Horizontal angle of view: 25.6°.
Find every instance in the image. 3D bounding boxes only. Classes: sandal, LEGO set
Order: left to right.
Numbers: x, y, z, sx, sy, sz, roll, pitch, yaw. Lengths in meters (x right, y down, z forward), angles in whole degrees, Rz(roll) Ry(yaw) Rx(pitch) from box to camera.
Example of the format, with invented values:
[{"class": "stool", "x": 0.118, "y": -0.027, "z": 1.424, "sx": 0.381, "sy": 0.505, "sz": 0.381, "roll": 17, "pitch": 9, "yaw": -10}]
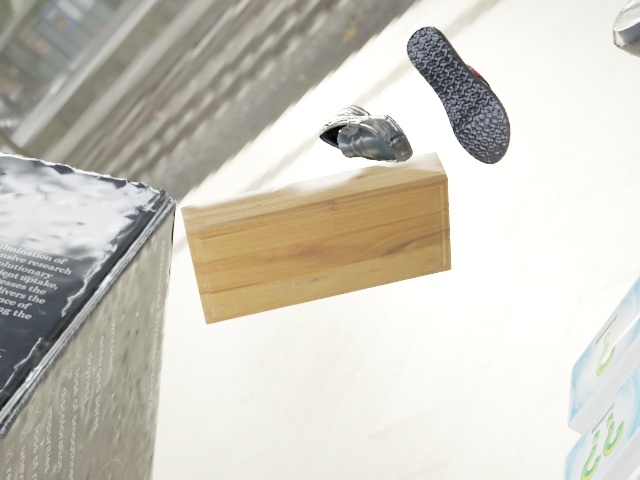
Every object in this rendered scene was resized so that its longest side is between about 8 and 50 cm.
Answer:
[{"class": "sandal", "x": 0.163, "y": -0.167, "z": 1.589, "sx": 0.067, "sy": 0.179, "sz": 0.040, "roll": -39, "pitch": -16, "yaw": 27}, {"class": "LEGO set", "x": 0.151, "y": 0.029, "z": 0.596, "sx": 0.182, "sy": 0.060, "sz": 0.244, "roll": -72, "pitch": 9, "yaw": -53}]

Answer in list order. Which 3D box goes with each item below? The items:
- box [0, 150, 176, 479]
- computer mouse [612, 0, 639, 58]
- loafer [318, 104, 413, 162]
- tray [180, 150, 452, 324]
[{"class": "box", "x": -0.363, "y": 0.226, "z": 1.377, "sx": 0.472, "sy": 0.297, "sz": 0.480, "roll": -58, "pitch": -20, "yaw": -58}, {"class": "computer mouse", "x": 0.338, "y": -0.220, "z": 1.093, "sx": 0.272, "sy": 0.072, "sz": 0.188, "roll": -45, "pitch": 12, "yaw": -16}, {"class": "loafer", "x": 0.066, "y": -0.146, "z": 2.069, "sx": 0.078, "sy": 0.076, "sz": 0.223, "roll": -33, "pitch": 24, "yaw": -13}, {"class": "tray", "x": 0.000, "y": 0.000, "z": 2.230, "sx": 0.411, "sy": 0.203, "sz": 0.076, "roll": -13, "pitch": 43, "yaw": -6}]
